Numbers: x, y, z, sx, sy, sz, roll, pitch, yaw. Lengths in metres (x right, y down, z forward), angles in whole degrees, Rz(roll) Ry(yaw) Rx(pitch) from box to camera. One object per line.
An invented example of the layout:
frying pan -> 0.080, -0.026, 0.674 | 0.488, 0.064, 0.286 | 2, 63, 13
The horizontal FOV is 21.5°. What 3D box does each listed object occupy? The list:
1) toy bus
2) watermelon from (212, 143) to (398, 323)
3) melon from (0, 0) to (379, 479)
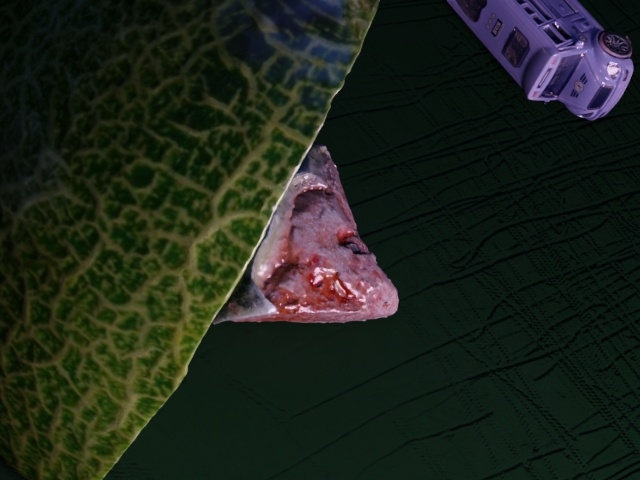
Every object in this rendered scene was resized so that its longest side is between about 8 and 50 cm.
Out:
toy bus -> 0.180, -0.171, 1.397 | 0.076, 0.073, 0.167 | -20, 61, -35
watermelon -> 0.000, 0.000, 1.163 | 0.139, 0.071, 0.187 | 31, 45, -8
melon -> -0.116, -0.066, 0.969 | 0.226, 0.343, 0.331 | -2, 52, -35
